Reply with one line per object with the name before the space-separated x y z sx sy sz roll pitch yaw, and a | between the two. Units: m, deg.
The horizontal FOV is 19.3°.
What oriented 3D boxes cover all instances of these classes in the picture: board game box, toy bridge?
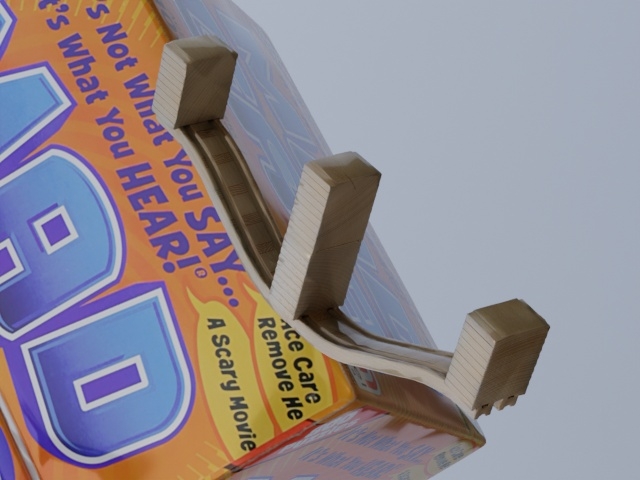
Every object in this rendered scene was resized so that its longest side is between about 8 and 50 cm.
board game box | -0.160 0.050 1.206 0.356 0.356 0.356 62 -170 16
toy bridge | 0.000 0.000 0.645 0.026 0.188 0.063 -16 -46 -37
